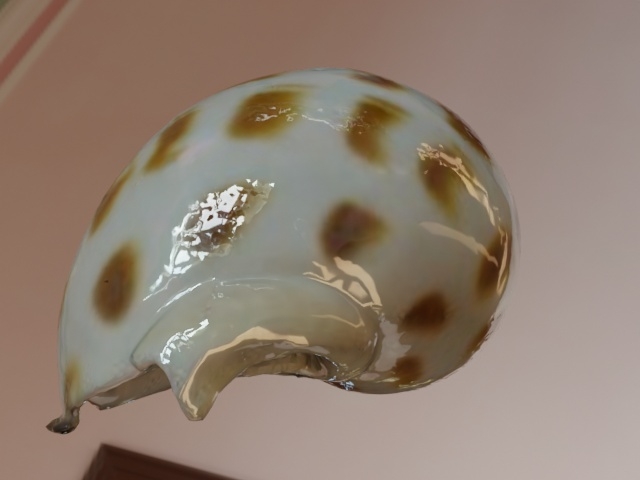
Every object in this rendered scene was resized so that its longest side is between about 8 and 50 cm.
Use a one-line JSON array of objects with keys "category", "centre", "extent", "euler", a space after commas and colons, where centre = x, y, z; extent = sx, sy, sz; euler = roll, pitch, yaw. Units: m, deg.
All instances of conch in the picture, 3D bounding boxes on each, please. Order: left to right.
[{"category": "conch", "centre": [0.000, 0.000, 0.446], "extent": [0.275, 0.182, 0.149], "euler": [5, -99, -62]}]
